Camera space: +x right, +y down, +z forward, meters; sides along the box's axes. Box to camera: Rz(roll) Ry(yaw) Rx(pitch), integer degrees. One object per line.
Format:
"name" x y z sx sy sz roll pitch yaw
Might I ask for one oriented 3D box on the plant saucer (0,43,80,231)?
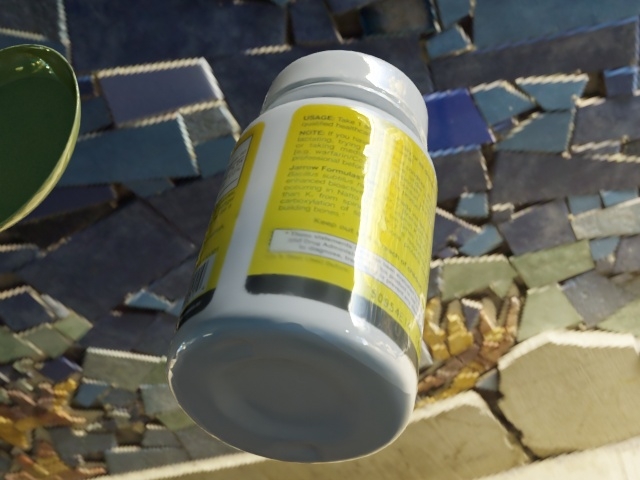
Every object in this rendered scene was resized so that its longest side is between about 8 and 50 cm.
"plant saucer" -0.343 -0.097 1.058 0.241 0.037 0.240 -13 60 24

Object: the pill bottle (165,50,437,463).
"pill bottle" 0.000 0.000 0.529 0.119 0.119 0.208 -10 43 23
